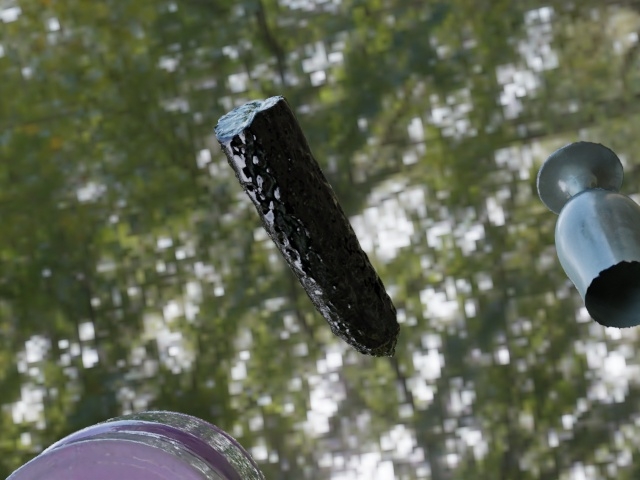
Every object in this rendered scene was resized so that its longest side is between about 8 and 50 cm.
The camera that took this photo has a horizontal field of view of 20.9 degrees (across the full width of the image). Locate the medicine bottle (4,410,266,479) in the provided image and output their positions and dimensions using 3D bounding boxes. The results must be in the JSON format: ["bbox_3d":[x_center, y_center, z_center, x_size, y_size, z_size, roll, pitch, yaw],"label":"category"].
[{"bbox_3d":[-0.143,0.241,1.328,0.325,0.212,0.212,46,-145,-87],"label":"medicine bottle"}]

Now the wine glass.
[{"bbox_3d":[0.265,-0.005,1.634,0.202,0.093,0.093,-102,-12,-56],"label":"wine glass"}]

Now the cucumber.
[{"bbox_3d":[0.000,0.001,1.502,0.300,0.072,0.072,60,-149,-30],"label":"cucumber"}]
